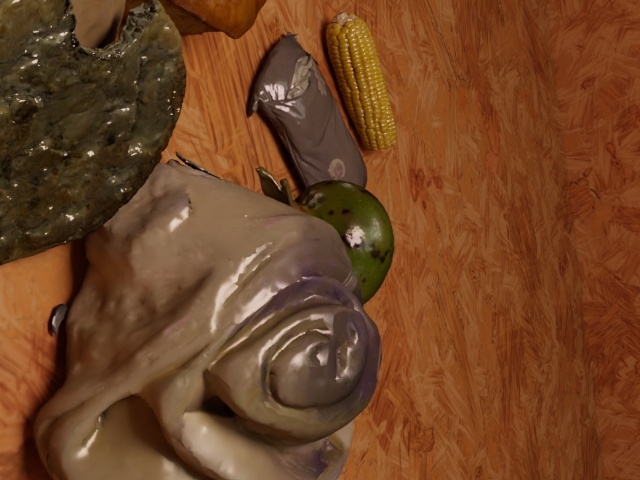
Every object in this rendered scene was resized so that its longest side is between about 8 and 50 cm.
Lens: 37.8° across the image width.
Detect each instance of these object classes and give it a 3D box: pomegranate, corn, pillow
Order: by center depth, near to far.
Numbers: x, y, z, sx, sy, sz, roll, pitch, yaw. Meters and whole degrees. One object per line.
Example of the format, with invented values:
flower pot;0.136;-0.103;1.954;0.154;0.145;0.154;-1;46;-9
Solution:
pomegranate;-0.011;-0.006;1.088;0.220;0.156;0.156;28;54;-19
pillow;-0.001;-0.136;1.199;0.255;0.059;0.169;60;33;-33
corn;0.058;-0.222;1.316;0.067;0.067;0.206;-57;134;-50

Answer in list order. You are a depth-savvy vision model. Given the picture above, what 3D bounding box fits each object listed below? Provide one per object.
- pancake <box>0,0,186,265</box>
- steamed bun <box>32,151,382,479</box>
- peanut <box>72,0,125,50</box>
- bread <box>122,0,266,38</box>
pancake;-0.206;-0.081;0.698;0.253;0.037;0.254;-39;152;-26
steamed bun;-0.066;0.113;0.836;0.346;0.237;0.394;-36;115;-57
peanut;-0.240;-0.229;0.693;0.143;0.159;0.291;-97;160;-52
bread;-0.152;-0.316;0.887;0.268;0.145;0.269;32;53;-58
